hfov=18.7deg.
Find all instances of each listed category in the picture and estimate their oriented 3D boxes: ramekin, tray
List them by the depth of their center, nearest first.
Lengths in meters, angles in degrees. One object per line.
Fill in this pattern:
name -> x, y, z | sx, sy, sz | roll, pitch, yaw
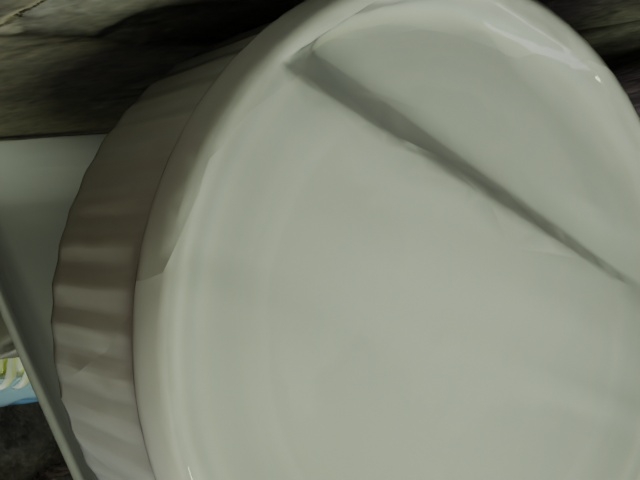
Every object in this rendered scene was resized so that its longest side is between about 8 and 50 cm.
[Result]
ramekin -> 0.014, 0.028, 0.800 | 0.273, 0.273, 0.127 | -6, -175, -37
tray -> -0.077, 0.058, 0.914 | 0.145, 0.270, 0.030 | -7, 144, -34

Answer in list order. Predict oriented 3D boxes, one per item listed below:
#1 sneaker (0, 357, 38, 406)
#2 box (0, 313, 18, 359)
sneaker -> -0.221, 0.065, 1.369 | 0.208, 0.127, 0.319 | -9, -176, 6
box -> -0.060, 0.002, 1.164 | 0.275, 0.094, 0.113 | -7, 172, -24
